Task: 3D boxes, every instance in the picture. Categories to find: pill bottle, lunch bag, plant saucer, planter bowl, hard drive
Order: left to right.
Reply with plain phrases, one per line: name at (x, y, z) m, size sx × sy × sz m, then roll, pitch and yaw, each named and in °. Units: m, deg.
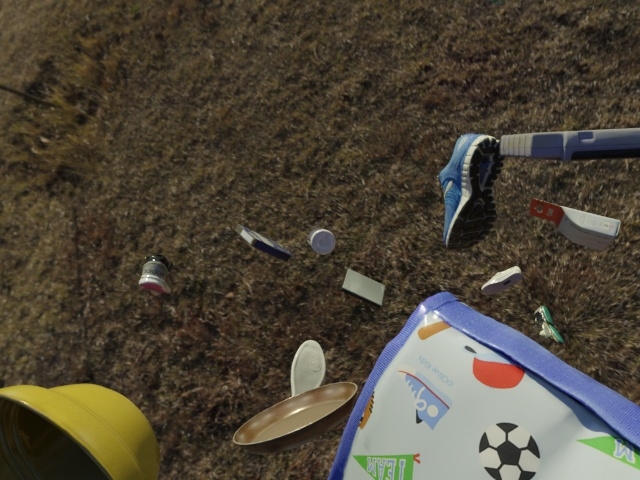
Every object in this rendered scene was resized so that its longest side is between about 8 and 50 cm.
planter bowl at (-0.216, 0.201, 0.450) m, size 0.217 × 0.090 × 0.217 m, roll 9°, pitch 115°, yaw 21°
plant saucer at (-0.050, 0.419, 1.157) m, size 0.311 × 0.310 × 0.050 m, roll -23°, pitch 85°, yaw 21°
pill bottle at (0.000, 0.000, 1.345) m, size 0.067 × 0.120 × 0.067 m, roll -1°, pitch 95°, yaw -8°
hard drive at (0.137, 0.152, 1.568) m, size 0.135 × 0.094 × 0.022 m, roll 25°, pitch 130°, yaw -3°
lunch bag at (0.180, 0.284, 0.469) m, size 0.328 × 0.239 × 0.385 m, roll 33°, pitch 121°, yaw 42°

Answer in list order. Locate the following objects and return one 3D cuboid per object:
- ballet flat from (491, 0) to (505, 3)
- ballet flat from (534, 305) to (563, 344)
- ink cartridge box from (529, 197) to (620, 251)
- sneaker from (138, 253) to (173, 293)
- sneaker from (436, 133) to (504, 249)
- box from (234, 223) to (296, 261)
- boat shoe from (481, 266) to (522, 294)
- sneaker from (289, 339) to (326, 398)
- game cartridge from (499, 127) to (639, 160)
ballet flat at (0.323, -0.588, 1.089) m, size 0.213 × 0.068 × 0.072 m, roll 21°, pitch 61°, yaw 8°
ballet flat at (0.511, 0.199, 1.113) m, size 0.041 × 0.041 × 0.114 m, roll -27°, pitch 32°, yaw 20°
ink cartridge box at (0.729, -0.044, 1.447) m, size 0.232 × 0.189 × 0.066 m, roll 15°, pitch 83°, yaw 23°
sneaker at (-0.338, 0.068, 1.032) m, size 0.063 × 0.170 × 0.074 m, roll 13°, pitch 77°, yaw -9°
sneaker at (0.389, -0.128, 1.321) m, size 0.147 × 0.130 × 0.330 m, roll -122°, pitch 35°, yaw -59°
box at (-0.204, 0.016, 1.857) m, size 0.136 × 0.225 × 0.036 m, roll 37°, pitch 97°, yaw 47°
boat shoe at (0.422, 0.091, 1.153) m, size 0.100 × 0.035 × 0.035 m, roll -37°, pitch 22°, yaw 30°
sneaker at (-0.057, 0.451, 1.463) m, size 0.147 × 0.105 × 0.295 m, roll 122°, pitch 157°, yaw -53°
game cartridge at (0.559, -0.189, 0.965) m, size 0.355 × 0.230 × 0.068 m, roll -1°, pitch 105°, yaw 6°
